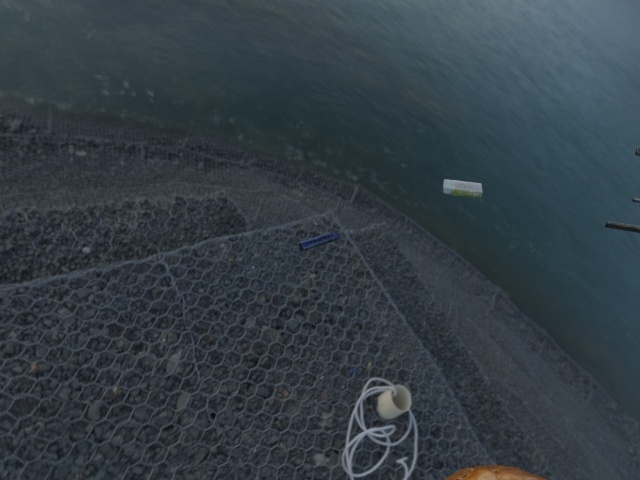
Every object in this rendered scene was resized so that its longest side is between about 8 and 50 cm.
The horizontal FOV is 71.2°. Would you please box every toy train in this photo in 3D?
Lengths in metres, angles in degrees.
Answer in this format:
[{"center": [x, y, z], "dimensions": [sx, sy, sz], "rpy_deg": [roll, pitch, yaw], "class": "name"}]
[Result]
[{"center": [0.000, 0.000, 0.788], "dimensions": [0.083, 0.017, 0.017], "rpy_deg": [-19, 74, -30], "class": "toy train"}]

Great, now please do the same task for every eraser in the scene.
[{"center": [0.320, -0.117, 1.007], "dimensions": [0.083, 0.019, 0.038], "rpy_deg": [9, 45, 6], "class": "eraser"}]

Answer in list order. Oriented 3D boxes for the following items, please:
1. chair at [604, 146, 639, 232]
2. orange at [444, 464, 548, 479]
[{"center": [0.458, -0.027, 0.495], "dimensions": [0.221, 0.104, 0.095], "rpy_deg": [16, 22, 16], "class": "chair"}, {"center": [0.214, 0.358, 0.508], "dimensions": [0.193, 0.161, 0.193], "rpy_deg": [-9, 31, 5], "class": "orange"}]
